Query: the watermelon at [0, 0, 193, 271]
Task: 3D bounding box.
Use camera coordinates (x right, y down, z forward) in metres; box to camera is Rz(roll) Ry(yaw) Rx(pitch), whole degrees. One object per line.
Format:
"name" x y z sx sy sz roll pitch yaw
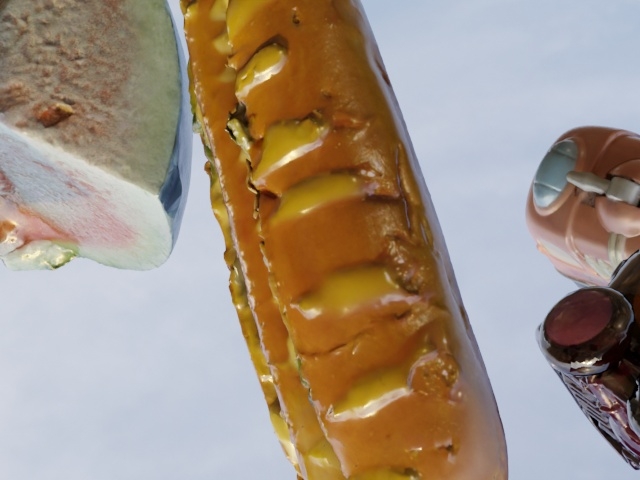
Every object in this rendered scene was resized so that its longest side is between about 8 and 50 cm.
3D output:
"watermelon" -0.195 -0.076 0.820 0.213 0.320 0.289 -2 -149 -34

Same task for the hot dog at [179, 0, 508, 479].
"hot dog" 0.000 0.000 0.489 0.072 0.269 0.115 -13 164 -22

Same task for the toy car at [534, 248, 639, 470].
"toy car" 0.343 0.111 0.903 0.240 0.271 0.340 -42 -148 -6

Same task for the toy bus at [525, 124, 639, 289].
"toy bus" 0.355 -0.026 1.324 0.287 0.232 0.194 25 -89 50
